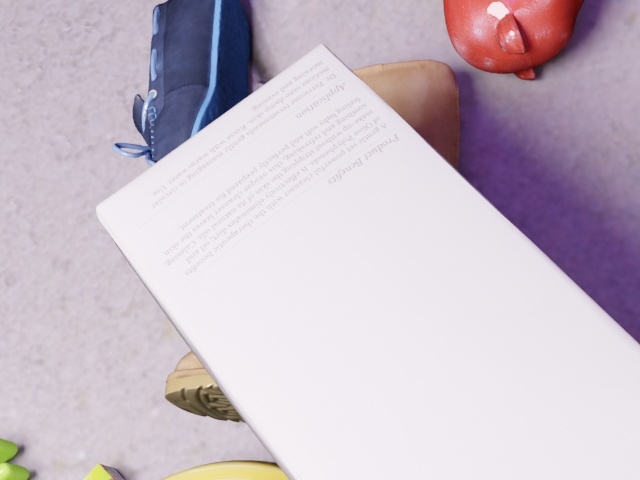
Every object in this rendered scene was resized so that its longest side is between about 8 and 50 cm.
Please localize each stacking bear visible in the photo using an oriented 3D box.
[{"bbox_3d":[0.127,-0.272,0.952,0.164,0.175,0.289,-19,76,6],"label":"stacking bear"}]

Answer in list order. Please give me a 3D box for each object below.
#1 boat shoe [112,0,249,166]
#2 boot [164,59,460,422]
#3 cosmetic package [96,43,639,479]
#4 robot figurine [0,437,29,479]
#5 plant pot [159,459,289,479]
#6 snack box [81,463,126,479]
[{"bbox_3d":[-0.113,-0.099,0.998,0.089,0.109,0.258,-8,55,20],"label":"boat shoe"},{"bbox_3d":[0.000,0.000,0.918,0.236,0.089,0.269,-6,61,9],"label":"boot"},{"bbox_3d":[0.046,0.073,0.723,0.197,0.155,0.365,-36,60,-8],"label":"cosmetic package"},{"bbox_3d":[-0.296,0.205,0.954,0.115,0.067,0.101,-32,70,3],"label":"robot figurine"},{"bbox_3d":[-0.062,0.267,0.761,0.254,0.239,0.254,-1,78,6],"label":"plant pot"},{"bbox_3d":[-0.187,0.261,0.923,0.141,0.037,0.100,-45,67,-3],"label":"snack box"}]
